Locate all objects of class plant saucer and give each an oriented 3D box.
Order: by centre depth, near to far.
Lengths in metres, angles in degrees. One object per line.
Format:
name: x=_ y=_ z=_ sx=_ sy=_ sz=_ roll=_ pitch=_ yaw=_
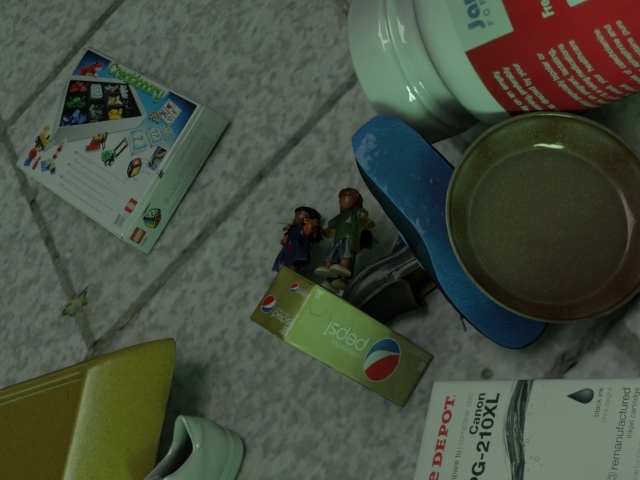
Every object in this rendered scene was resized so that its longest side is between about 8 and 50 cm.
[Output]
plant saucer: x=0.208 y=-0.018 z=1.322 sx=0.198 sy=0.036 sz=0.199 roll=1 pitch=73 yaw=-3
plant saucer: x=-0.311 y=0.276 z=1.619 sx=0.332 sy=0.081 sz=0.333 roll=-21 pitch=52 yaw=47

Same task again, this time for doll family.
doll family: x=0.000 y=0.000 z=1.539 sx=0.193 sy=0.076 sz=0.111 roll=-12 pitch=59 yaw=47

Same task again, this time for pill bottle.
pill bottle: x=0.235 y=-0.235 z=1.358 sx=0.407 sy=0.229 sz=0.229 roll=-21 pitch=52 yaw=33

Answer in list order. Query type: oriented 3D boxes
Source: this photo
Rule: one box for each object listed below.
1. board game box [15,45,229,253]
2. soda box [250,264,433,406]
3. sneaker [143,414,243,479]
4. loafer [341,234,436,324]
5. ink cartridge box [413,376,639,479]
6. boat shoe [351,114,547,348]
board game box: x=-0.261 y=-0.123 z=1.883 sx=0.305 sy=0.053 sz=0.193 roll=31 pitch=88 yaw=48
soda box: x=0.022 y=0.092 z=1.386 sx=0.058 sy=0.181 sz=0.061 roll=28 pitch=86 yaw=48
sneaker: x=-0.152 y=0.281 z=1.496 sx=0.080 sy=0.094 sz=0.212 roll=-4 pitch=63 yaw=40
loafer: x=0.078 y=0.046 z=1.455 sx=0.170 sy=0.062 sz=0.061 roll=-49 pitch=49 yaw=10
ink cartridge box: x=0.194 y=0.209 z=1.212 sx=0.237 sy=0.100 sz=0.172 roll=-6 pitch=61 yaw=41
boat shoe: x=0.131 y=-0.012 z=1.386 sx=0.109 sy=0.089 sz=0.258 roll=-31 pitch=77 yaw=-1
